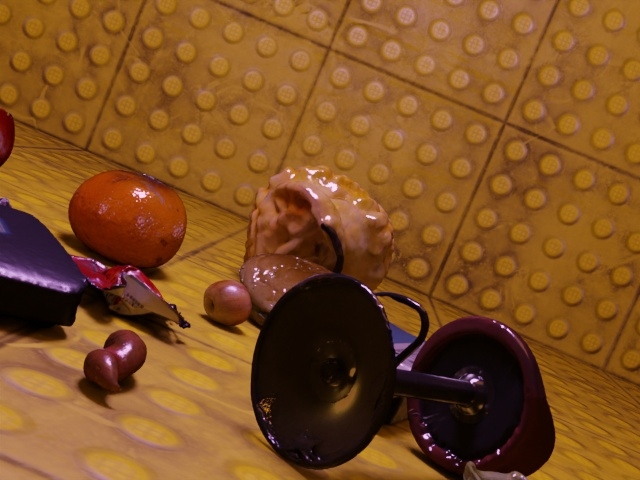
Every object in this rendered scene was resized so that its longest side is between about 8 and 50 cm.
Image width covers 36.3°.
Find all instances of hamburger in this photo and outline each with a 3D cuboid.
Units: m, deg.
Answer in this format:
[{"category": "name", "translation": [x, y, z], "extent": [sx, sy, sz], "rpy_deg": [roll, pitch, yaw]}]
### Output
[{"category": "hamburger", "translation": [-0.017, 0.117, 1.845], "extent": [0.284, 0.134, 0.265], "rpy_deg": [23, 3, 29]}]

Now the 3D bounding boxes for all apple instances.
[{"category": "apple", "translation": [-0.158, 0.107, 1.658], "extent": [0.071, 0.084, 0.084], "rpy_deg": [-12, 24, -30]}]

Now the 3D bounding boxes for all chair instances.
[{"category": "chair", "translation": [0.127, 0.189, 1.248], "extent": [0.401, 0.227, 0.226], "rpy_deg": [19, 6, -45]}]

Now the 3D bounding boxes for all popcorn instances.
[{"category": "popcorn", "translation": [0.000, 0.000, 2.131], "extent": [0.349, 0.349, 0.381], "rpy_deg": [22, -1, -7]}]

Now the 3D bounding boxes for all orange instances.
[{"category": "orange", "translation": [-0.358, -0.045, 1.827], "extent": [0.224, 0.170, 0.224], "rpy_deg": [24, 3, -1]}]

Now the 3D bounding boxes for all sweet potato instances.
[{"category": "sweet potato", "translation": [-0.235, 0.136, 1.146], "extent": [0.055, 0.058, 0.202], "rpy_deg": [43, 3, -4]}]

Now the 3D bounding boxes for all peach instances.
[{"category": "peach", "translation": [-0.721, -0.210, 2.034], "extent": [0.158, 0.154, 0.267], "rpy_deg": [13, -3, -9]}]

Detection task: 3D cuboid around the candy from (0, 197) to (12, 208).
[{"category": "candy", "translation": [-0.633, -0.093, 1.820], "extent": [0.094, 0.051, 0.226], "rpy_deg": [32, 0, -40]}]

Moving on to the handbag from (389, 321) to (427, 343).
[{"category": "handbag", "translation": [0.186, 0.236, 1.988], "extent": [0.221, 0.057, 0.144], "rpy_deg": [26, 13, 21]}]

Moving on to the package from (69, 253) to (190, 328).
[{"category": "package", "translation": [-0.299, 0.070, 1.494], "extent": [0.194, 0.071, 0.269], "rpy_deg": [36, -5, -24]}]

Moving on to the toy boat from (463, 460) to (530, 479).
[{"category": "toy boat", "translation": [0.235, 0.331, 1.071], "extent": [0.111, 0.084, 0.276], "rpy_deg": [18, 3, -18]}]

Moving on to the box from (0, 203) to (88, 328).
[{"category": "box", "translation": [-0.500, -0.004, 1.252], "extent": [0.350, 0.091, 0.359], "rpy_deg": [18, 7, -35]}]

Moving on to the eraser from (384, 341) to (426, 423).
[{"category": "eraser", "translation": [0.132, 0.227, 1.581], "extent": [0.098, 0.096, 0.404], "rpy_deg": [27, 7, 24]}]
